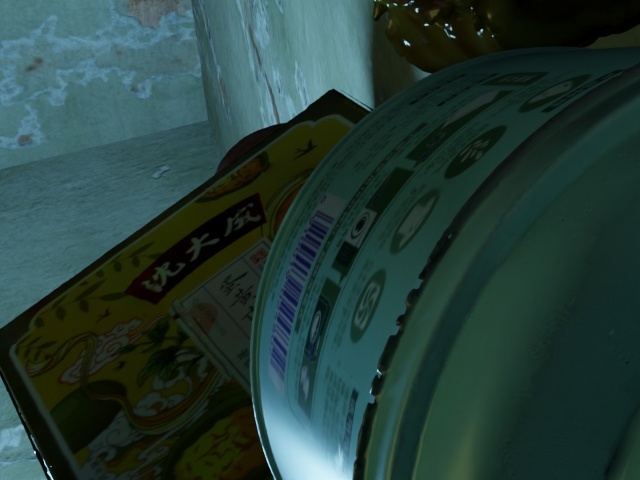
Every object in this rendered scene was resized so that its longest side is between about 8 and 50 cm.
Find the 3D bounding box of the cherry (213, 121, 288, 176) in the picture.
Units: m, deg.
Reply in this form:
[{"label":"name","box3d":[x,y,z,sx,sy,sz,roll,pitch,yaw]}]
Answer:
[{"label":"cherry","box3d":[0.000,0.000,1.462,0.307,0.221,0.261,42,156,51]}]

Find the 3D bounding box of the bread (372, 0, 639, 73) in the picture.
[{"label":"bread","box3d":[0.096,-0.200,0.653,0.096,0.181,0.222,3,108,56]}]

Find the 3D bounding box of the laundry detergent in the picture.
[{"label":"laundry detergent","box3d":[0.133,0.068,0.480,0.305,0.287,0.287,-147,43,-77]}]

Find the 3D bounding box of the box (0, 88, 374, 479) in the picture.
[{"label":"box","box3d":[-0.021,0.094,0.977,0.138,0.373,0.420,57,172,-33]}]
